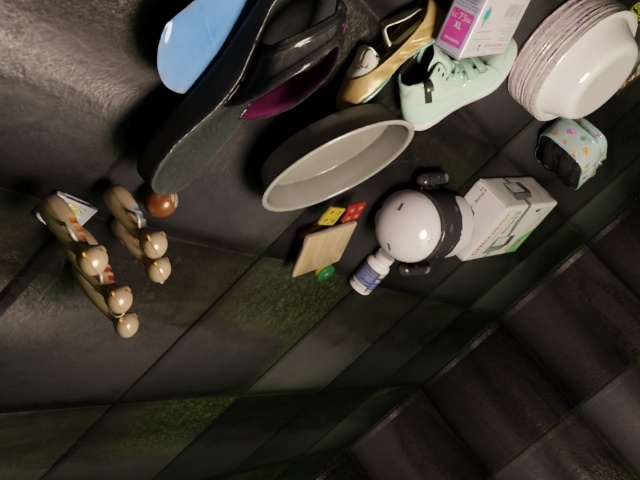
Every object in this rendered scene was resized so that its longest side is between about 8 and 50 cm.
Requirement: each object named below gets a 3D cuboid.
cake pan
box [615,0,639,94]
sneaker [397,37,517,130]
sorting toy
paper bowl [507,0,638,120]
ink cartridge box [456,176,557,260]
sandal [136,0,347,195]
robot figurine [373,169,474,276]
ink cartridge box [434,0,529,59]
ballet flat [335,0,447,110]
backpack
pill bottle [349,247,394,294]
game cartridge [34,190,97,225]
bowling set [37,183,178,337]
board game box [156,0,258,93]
[{"bbox_3d":[0.022,-0.144,1.216,0.293,0.054,0.293,-25,168,-6],"label":"cake pan"},{"bbox_3d":[0.782,-0.497,1.681,0.216,0.060,0.270,-39,155,5],"label":"box"},{"bbox_3d":[0.250,-0.317,1.260,0.256,0.094,0.151,-38,152,-3],"label":"sneaker"},{"bbox_3d":[0.000,0.000,1.518,0.132,0.046,0.274,-19,149,-34],"label":"sorting toy"},{"bbox_3d":[0.555,-0.375,1.495,0.284,0.148,0.284,-30,152,-18],"label":"paper bowl"},{"bbox_3d":[0.495,-0.064,1.961,0.289,0.121,0.211,-8,141,-46],"label":"ink cartridge box"},{"bbox_3d":[-0.067,-0.220,0.958,0.445,0.107,0.167,-49,169,11],"label":"sandal"},{"bbox_3d":[0.245,-0.039,1.631,0.174,0.209,0.278,-29,165,39],"label":"robot figurine"},{"bbox_3d":[0.300,-0.440,1.088,0.186,0.065,0.311,-24,146,-51],"label":"ink cartridge box"},{"bbox_3d":[0.102,-0.307,1.134,0.232,0.080,0.073,-41,127,0],"label":"ballet flat"},{"bbox_3d":[0.655,-0.240,1.824,0.144,0.166,0.188,-42,157,6],"label":"backpack"},{"bbox_3d":[0.134,0.078,1.795,0.067,0.067,0.120,0,136,-52],"label":"pill bottle"},{"bbox_3d":[-0.369,-0.040,1.014,0.056,0.017,0.083,-38,155,10],"label":"game cartridge"},{"bbox_3d":[-0.271,0.007,1.029,0.200,0.154,0.287,-36,165,-17],"label":"bowling set"},{"bbox_3d":[-0.151,-0.269,0.889,0.168,0.033,0.133,-45,161,-14],"label":"board game box"}]
